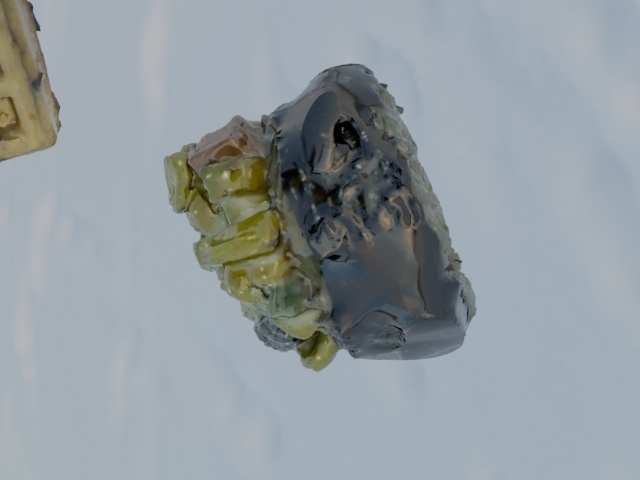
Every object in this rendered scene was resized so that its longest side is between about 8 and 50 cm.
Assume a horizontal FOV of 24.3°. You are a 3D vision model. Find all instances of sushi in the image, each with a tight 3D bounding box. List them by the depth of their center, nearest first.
[{"bbox_3d":[0.000,0.000,1.668,0.328,0.285,0.329,56,-167,-69],"label":"sushi"}]

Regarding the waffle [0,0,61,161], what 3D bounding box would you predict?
[{"bbox_3d":[-0.381,-0.227,1.199,0.114,0.260,0.376,-104,2,-58],"label":"waffle"}]
